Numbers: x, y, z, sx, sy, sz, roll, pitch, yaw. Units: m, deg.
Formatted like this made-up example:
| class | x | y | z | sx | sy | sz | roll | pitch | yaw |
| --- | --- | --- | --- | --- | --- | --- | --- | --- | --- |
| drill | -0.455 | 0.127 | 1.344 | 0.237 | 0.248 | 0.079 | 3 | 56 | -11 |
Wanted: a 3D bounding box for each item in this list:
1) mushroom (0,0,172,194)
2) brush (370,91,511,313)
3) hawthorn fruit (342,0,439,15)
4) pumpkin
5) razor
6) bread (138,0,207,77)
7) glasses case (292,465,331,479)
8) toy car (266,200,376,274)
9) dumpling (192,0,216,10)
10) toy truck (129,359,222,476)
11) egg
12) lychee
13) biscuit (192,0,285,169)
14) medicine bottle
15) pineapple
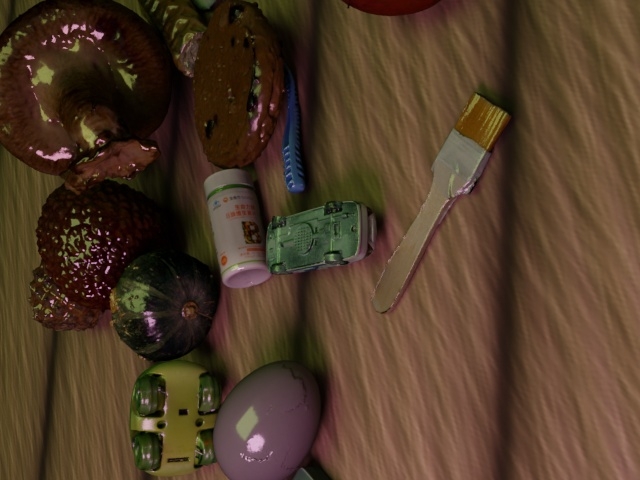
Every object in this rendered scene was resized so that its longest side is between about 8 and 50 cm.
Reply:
| class | x | y | z | sx | sy | sz | roll | pitch | yaw |
| --- | --- | --- | --- | --- | --- | --- | --- | --- | --- |
| mushroom | -0.446 | -0.258 | 1.585 | 0.331 | 0.356 | 0.334 | -21 | 105 | 17 |
| brush | 0.156 | -0.041 | 1.236 | 0.085 | 0.020 | 0.336 | 44 | 113 | 40 |
| hawthorn fruit | 0.115 | -0.396 | 1.248 | 0.202 | 0.185 | 0.185 | 20 | 97 | 9 |
| pumpkin | -0.262 | 0.108 | 1.503 | 0.146 | 0.190 | 0.190 | -14 | 72 | 40 |
| razor | -0.053 | -0.197 | 1.459 | 0.082 | 0.042 | 0.253 | 131 | 135 | -62 |
| bread | -0.277 | -0.418 | 1.698 | 0.087 | 0.098 | 0.269 | -27 | 52 | -10 |
| glasses case | -0.036 | 0.427 | 1.315 | 0.078 | 0.039 | 0.184 | 41 | 110 | 42 |
| toy car | 0.000 | 0.000 | 1.343 | 0.224 | 0.076 | 0.090 | -13 | 74 | 51 |
| dumpling | -0.237 | -0.517 | 1.664 | 0.149 | 0.105 | 0.216 | -50 | 52 | 25 |
| toy truck | -0.255 | 0.299 | 1.499 | 0.210 | 0.148 | 0.187 | 154 | 114 | -62 |
| egg | -0.077 | 0.268 | 1.312 | 0.146 | 0.146 | 0.198 | 33 | 100 | 43 |
| lychee | -0.396 | 0.000 | 1.623 | 0.271 | 0.236 | 0.236 | 46 | 115 | 20 |
| biscuit | -0.139 | -0.260 | 1.509 | 0.296 | 0.075 | 0.296 | -11 | 78 | 60 |
| medicine bottle | -0.137 | -0.020 | 1.475 | 0.086 | 0.086 | 0.183 | -33 | 61 | 36 |
| pineapple | -0.495 | 0.080 | 1.762 | 0.166 | 0.166 | 0.193 | -16 | 68 | 42 |
